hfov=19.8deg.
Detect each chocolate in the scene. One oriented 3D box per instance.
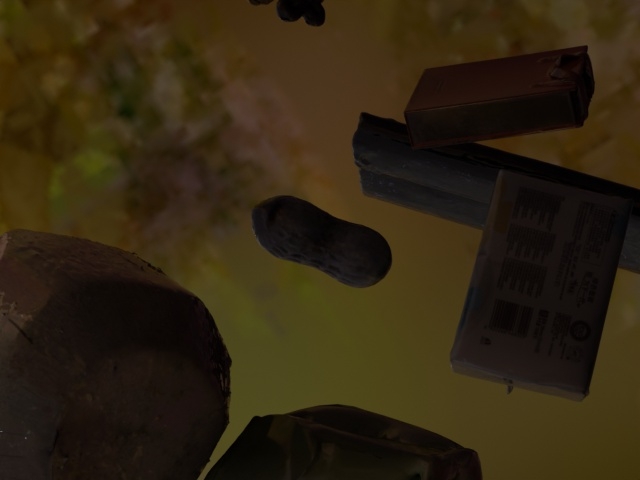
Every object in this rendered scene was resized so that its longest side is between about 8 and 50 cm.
[{"bbox_3d":[0.000,0.000,2.023,0.167,0.072,0.072,21,178,-1],"label":"chocolate"}]

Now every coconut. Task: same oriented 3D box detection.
[{"bbox_3d":[-0.190,0.104,1.387,0.230,0.227,0.227,32,158,48],"label":"coconut"}]

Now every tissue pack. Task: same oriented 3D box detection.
[{"bbox_3d":[0.249,0.058,2.079,0.159,0.229,0.145,13,169,9],"label":"tissue pack"}]

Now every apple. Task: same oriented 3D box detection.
[{"bbox_3d":[0.018,0.209,1.352,0.188,0.207,0.174,16,114,31],"label":"apple"}]

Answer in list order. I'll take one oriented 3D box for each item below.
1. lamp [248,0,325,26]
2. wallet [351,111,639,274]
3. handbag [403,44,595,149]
[{"bbox_3d":[-0.024,-0.250,1.312,0.118,0.118,0.253,64,-153,-67],"label":"lamp"},{"bbox_3d":[0.243,-0.054,2.343,0.406,0.062,0.228,16,165,12],"label":"wallet"},{"bbox_3d":[0.194,-0.154,1.956,0.127,0.190,0.063,-61,-39,-59],"label":"handbag"}]
